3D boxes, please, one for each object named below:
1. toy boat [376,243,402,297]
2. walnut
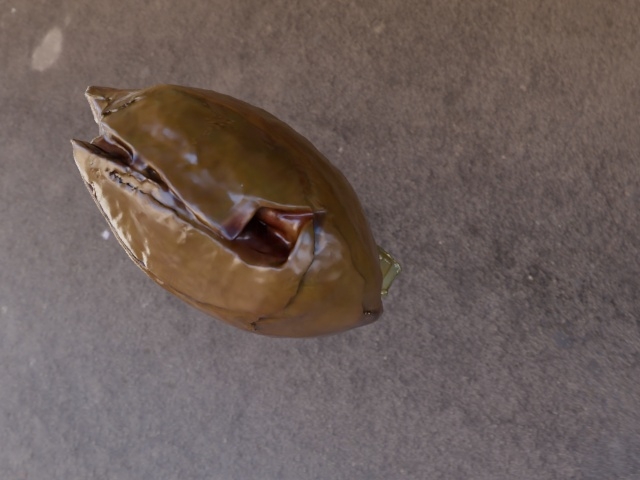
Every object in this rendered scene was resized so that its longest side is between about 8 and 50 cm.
[{"bbox_3d":[0.000,0.000,0.677,0.172,0.066,0.065,32,71,14],"label":"toy boat"},{"bbox_3d":[-0.060,-0.022,0.453,0.245,0.137,0.137,38,98,7],"label":"walnut"}]
